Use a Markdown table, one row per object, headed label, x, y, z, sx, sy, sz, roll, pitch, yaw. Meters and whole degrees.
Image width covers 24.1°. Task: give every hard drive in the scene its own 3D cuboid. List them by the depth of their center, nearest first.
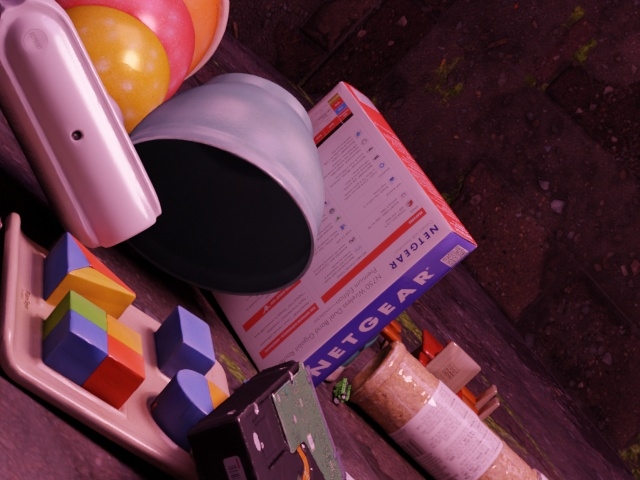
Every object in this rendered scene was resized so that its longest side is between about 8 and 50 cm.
| label | x | y | z | sx | sy | sz | roll | pitch | yaw |
| --- | --- | --- | --- | --- | --- | --- | --- | --- | --- |
| hard drive | -0.034 | 0.259 | 1.497 | 0.339 | 0.064 | 0.237 | -31 | 102 | -78 |

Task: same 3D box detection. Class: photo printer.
| label | x | y | z | sx | sy | sz | roll | pitch | yaw |
| --- | --- | --- | --- | --- | --- | --- | --- | --- | --- |
| photo printer | -0.309 | -0.153 | 1.753 | 0.307 | 0.107 | 0.256 | 65 | -13 | -13 |

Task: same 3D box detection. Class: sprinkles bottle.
| label | x | y | z | sx | sy | sz | roll | pitch | yaw |
| --- | --- | --- | --- | --- | --- | --- | --- | --- | --- |
| sprinkles bottle | 0.204 | 0.312 | 2.275 | 0.355 | 0.121 | 0.121 | 43 | 11 | -6 |

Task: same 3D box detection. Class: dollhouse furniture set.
| label | x | y | z | sx | sy | sz | roll | pitch | yaw |
| --- | --- | --- | --- | --- | --- | --- | --- | --- | --- |
| dollhouse furniture set | 0.206 | 0.214 | 2.614 | 0.262 | 0.135 | 0.259 | 44 | 11 | -5 |

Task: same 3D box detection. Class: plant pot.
| label | x | y | z | sx | sy | sz | roll | pitch | yaw |
| --- | --- | --- | --- | --- | --- | --- | --- | --- | --- |
| plant pot | -0.118 | -0.096 | 1.985 | 0.293 | 0.293 | 0.196 | 41 | 49 | -21 |

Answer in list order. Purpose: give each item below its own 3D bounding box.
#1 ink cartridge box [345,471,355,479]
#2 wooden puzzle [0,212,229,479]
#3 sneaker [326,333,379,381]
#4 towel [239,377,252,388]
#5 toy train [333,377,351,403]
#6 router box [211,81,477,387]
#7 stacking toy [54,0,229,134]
| label | x | y | z | sx | sy | sz | roll | pitch | yaw |
| --- | --- | --- | --- | --- | --- | --- | --- | --- | --- |
| ink cartridge box | -0.001 | 0.291 | 1.769 | 0.122 | 0.052 | 0.088 | 45 | 10 | -6 |
| wooden puzzle | -0.195 | 0.123 | 1.602 | 0.348 | 0.080 | 0.322 | 40 | 11 | -23 |
| sneaker | 0.046 | 0.133 | 2.360 | 0.108 | 0.121 | 0.302 | 44 | 10 | -3 |
| towel | -0.063 | 0.202 | 1.935 | 0.067 | 0.029 | 0.119 | 47 | 11 | 9 |
| toy train | 0.031 | 0.224 | 2.220 | 0.017 | 0.023 | 0.083 | 59 | 9 | -7 |
| router box | 0.000 | 0.000 | 2.078 | 0.082 | 0.335 | 0.301 | 28 | 24 | -56 |
| stacking toy | -0.321 | -0.267 | 2.184 | 0.350 | 0.350 | 0.480 | 40 | 27 | -24 |
